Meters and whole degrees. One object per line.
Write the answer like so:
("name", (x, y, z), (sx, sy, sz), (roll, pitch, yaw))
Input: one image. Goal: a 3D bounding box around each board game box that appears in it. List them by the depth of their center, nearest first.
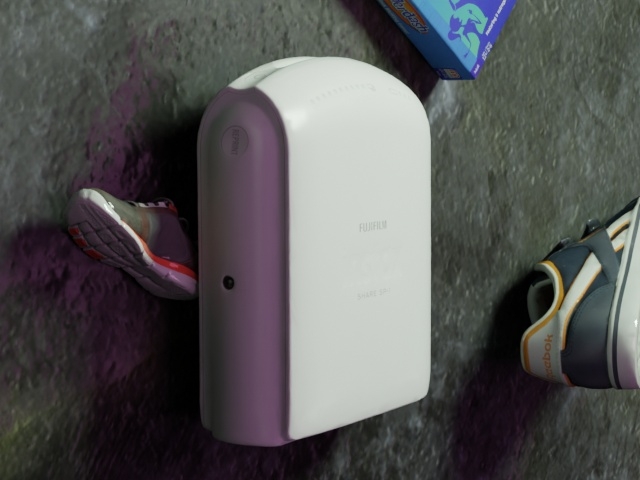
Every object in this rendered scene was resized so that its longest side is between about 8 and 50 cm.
("board game box", (0.106, -0.274, 1.646), (0.210, 0.047, 0.160), (45, 63, -37))

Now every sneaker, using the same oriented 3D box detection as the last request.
("sneaker", (-0.145, -0.010, 1.419), (0.158, 0.061, 0.065), (45, 53, -49))
("sneaker", (0.284, 0.042, 1.814), (0.321, 0.127, 0.126), (-52, 138, -60))

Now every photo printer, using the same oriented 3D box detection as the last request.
("photo printer", (0.000, 0.000, 1.500), (0.256, 0.107, 0.308), (-8, 99, -57))
